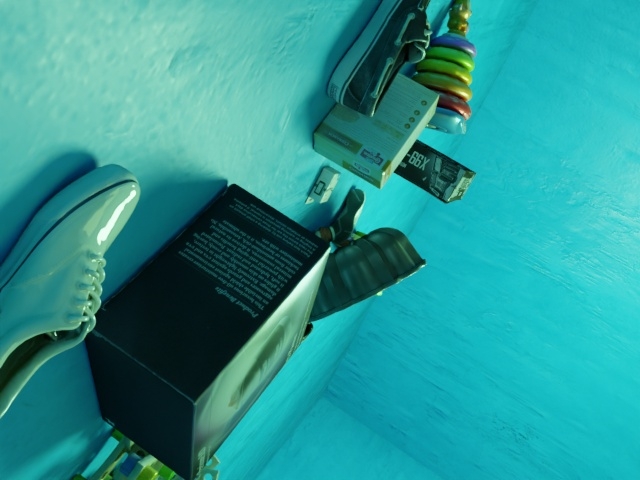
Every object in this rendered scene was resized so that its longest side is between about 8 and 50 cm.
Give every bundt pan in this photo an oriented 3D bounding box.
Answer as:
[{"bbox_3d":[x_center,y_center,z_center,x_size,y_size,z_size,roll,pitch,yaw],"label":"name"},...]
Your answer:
[{"bbox_3d":[0.074,0.068,1.590,0.331,0.124,0.331,-26,180,0],"label":"bundt pan"}]

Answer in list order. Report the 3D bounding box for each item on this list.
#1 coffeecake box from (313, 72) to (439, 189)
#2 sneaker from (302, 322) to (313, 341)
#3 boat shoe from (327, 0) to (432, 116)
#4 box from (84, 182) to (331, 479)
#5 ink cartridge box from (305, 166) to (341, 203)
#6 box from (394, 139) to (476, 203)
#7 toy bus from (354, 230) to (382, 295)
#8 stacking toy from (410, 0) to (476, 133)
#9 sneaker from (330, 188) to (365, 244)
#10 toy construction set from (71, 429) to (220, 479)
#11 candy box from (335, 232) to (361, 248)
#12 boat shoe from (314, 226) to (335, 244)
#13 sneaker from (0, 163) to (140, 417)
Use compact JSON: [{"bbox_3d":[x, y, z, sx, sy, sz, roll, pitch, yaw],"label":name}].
[{"bbox_3d":[0.097,-0.206,1.204,0.185,0.142,0.068,-54,167,-17],"label":"coffeecake box"},{"bbox_3d":[-0.090,0.231,1.619,0.178,0.072,0.077,-33,178,-36],"label":"sneaker"},{"bbox_3d":[0.133,-0.335,1.123,0.301,0.102,0.108,-56,168,-11],"label":"boat shoe"},{"bbox_3d":[-0.154,0.137,0.969,0.294,0.183,0.296,-48,164,-34],"label":"box"},{"bbox_3d":[0.006,-0.104,1.368,0.083,0.028,0.048,-61,167,17],"label":"ink cartridge box"},{"bbox_3d":[0.203,-0.175,1.473,0.076,0.242,0.307,-61,168,13],"label":"box"},{"bbox_3d":[0.101,0.072,2.013,0.202,0.104,0.190,-13,110,-30],"label":"toy bus"},{"bbox_3d":[0.287,-0.401,1.545,0.175,0.166,0.301,10,97,-73],"label":"stacking toy"},{"bbox_3d":[0.073,-0.058,1.696,0.152,0.054,0.061,-61,170,12],"label":"sneaker"},{"bbox_3d":[-0.301,0.404,1.159,0.215,0.151,0.327,-56,157,-11],"label":"toy construction set"},{"bbox_3d":[0.117,0.039,1.844,0.053,0.109,0.187,-58,148,-6],"label":"candy box"},{"bbox_3d":[0.000,0.000,1.569,0.043,0.049,0.137,-16,171,-13],"label":"boat shoe"},{"bbox_3d":[-0.236,0.047,0.618,0.258,0.091,0.094,-55,168,-16],"label":"sneaker"}]
